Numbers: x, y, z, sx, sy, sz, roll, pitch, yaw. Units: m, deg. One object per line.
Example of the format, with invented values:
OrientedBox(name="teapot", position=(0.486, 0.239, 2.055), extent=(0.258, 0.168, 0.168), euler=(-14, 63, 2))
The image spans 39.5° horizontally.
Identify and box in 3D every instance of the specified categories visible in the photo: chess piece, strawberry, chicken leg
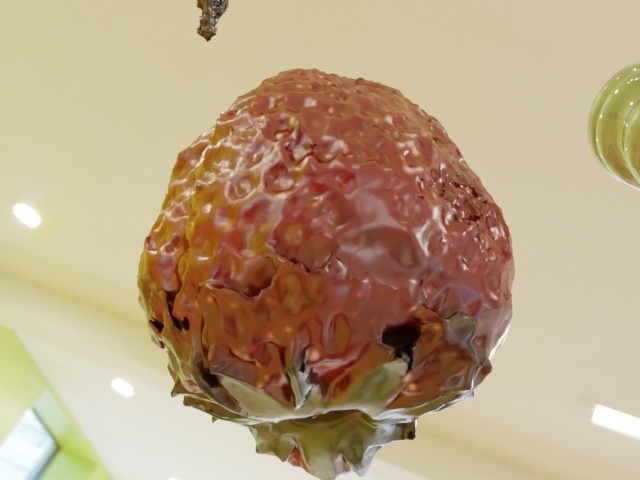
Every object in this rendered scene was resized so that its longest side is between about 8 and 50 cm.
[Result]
OrientedBox(name="chess piece", position=(0.423, -0.122, 1.046), extent=(0.182, 0.330, 0.182), euler=(2, -76, 10))
OrientedBox(name="strawberry", position=(0.000, 0.000, 0.602), extent=(0.239, 0.288, 0.250), euler=(29, -40, -32))
OrientedBox(name="chicken leg", position=(-0.074, -0.160, 0.558), extent=(0.021, 0.036, 0.083), euler=(-33, -105, 33))
